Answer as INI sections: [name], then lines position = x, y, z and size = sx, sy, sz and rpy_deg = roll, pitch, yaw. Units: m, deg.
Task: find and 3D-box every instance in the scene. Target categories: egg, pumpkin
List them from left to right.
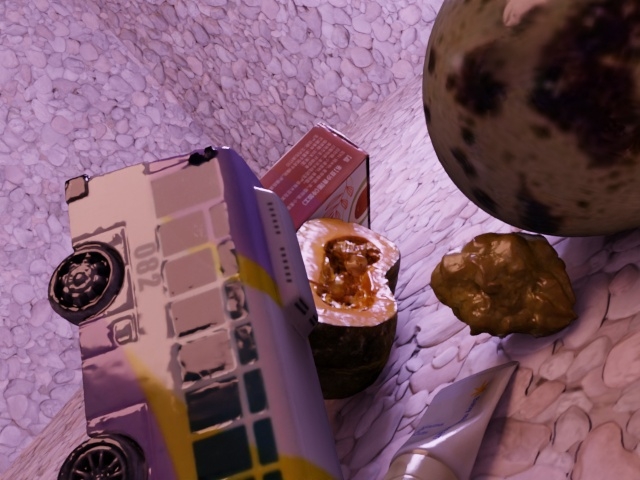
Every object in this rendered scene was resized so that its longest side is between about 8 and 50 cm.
[pumpkin]
position = -0.001, 0.084, 1.011
size = 0.317, 0.221, 0.139
rpy_deg = -73, -7, -59
[egg]
position = 0.284, -0.172, 0.774
size = 0.345, 0.345, 0.428
rpy_deg = -45, -14, -11

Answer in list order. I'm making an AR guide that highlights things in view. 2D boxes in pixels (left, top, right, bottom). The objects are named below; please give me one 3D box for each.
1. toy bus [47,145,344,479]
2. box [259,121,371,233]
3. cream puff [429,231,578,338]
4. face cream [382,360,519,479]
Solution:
[toy bus]
position = -0.122, 0.120, 0.751
size = 0.249, 0.209, 0.440
rpy_deg = -19, 60, 6
[box]
position = -0.072, 0.039, 1.252
size = 0.385, 0.122, 0.344
rpy_deg = -47, -22, -19
[cream puff]
position = 0.203, 0.061, 0.776
size = 0.146, 0.146, 0.116
rpy_deg = -34, 54, 32
[face cream]
position = 0.125, 0.195, 0.706
size = 0.114, 0.070, 0.224
rpy_deg = -32, 8, 37
